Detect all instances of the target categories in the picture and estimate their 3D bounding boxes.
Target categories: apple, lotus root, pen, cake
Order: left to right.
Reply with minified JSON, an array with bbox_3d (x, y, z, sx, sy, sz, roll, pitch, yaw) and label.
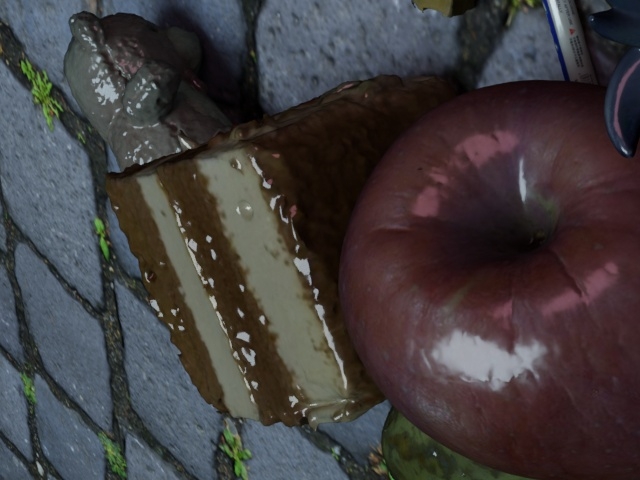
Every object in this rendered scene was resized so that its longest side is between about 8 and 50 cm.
[{"bbox_3d":[0.000,0.000,1.097,0.290,0.255,0.282,-15,100,53],"label":"cake"},{"bbox_3d":[0.156,0.182,1.114,0.173,0.173,0.309,58,150,4],"label":"lotus root"},{"bbox_3d":[0.176,-0.180,0.911,0.025,0.025,0.204,0,115,55],"label":"pen"},{"bbox_3d":[0.170,0.032,0.858,0.305,0.306,0.235,33,169,37],"label":"apple"}]

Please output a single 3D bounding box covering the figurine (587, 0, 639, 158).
[{"bbox_3d":[0.237,-0.152,0.611,0.175,0.265,0.197,73,-177,-49],"label":"figurine"}]

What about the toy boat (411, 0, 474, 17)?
[{"bbox_3d":[0.093,-0.258,0.924,0.064,0.072,0.206,22,146,26],"label":"toy boat"}]

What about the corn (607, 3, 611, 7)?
[{"bbox_3d":[0.188,-0.277,0.726,0.130,0.130,0.347,-4,109,56],"label":"corn"}]

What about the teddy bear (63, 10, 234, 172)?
[{"bbox_3d":[-0.167,-0.130,1.317,0.267,0.151,0.236,60,177,20],"label":"teddy bear"}]
